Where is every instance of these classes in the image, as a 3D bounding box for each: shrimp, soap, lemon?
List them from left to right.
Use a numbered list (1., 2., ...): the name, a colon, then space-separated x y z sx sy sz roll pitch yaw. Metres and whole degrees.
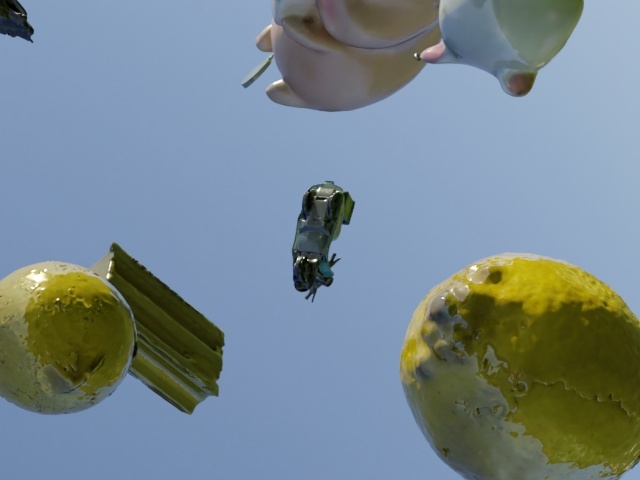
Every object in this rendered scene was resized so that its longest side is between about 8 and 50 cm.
1. shrimp: -0.486 -0.337 1.926 0.365 0.071 0.233 30 178 26
2. lemon: -0.290 0.109 1.581 0.173 0.173 0.206 49 173 -33
3. soap: -0.235 0.124 1.983 0.233 0.076 0.135 44 -152 -30
4. lemon: 0.175 0.114 1.195 0.260 0.204 0.204 37 -141 -36

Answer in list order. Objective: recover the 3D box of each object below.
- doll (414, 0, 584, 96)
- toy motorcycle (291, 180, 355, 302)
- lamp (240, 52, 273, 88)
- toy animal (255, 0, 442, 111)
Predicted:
1. doll: 0.147 -0.204 1.042 0.107 0.110 0.180 -10 -59 -41
2. toy motorcycle: 0.000 0.000 1.972 0.100 0.058 0.173 57 -137 -57
3. lamp: -0.045 -0.281 1.863 0.056 0.198 0.050 43 172 -16
4. toy animal: 0.045 -0.276 1.631 0.256 0.213 0.195 108 157 -63
